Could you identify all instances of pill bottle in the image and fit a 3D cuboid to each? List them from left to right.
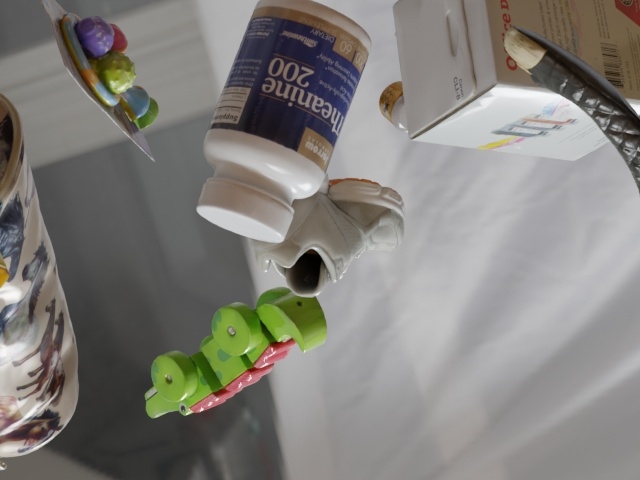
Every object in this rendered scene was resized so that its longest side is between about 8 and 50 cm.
[{"bbox_3d":[-0.022,-0.063,0.977,0.120,0.067,0.067,-70,-25,-12],"label":"pill bottle"}]

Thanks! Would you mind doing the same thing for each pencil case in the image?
[{"bbox_3d":[-0.331,0.049,1.754,0.410,0.160,0.183,87,-159,-50],"label":"pencil case"}]

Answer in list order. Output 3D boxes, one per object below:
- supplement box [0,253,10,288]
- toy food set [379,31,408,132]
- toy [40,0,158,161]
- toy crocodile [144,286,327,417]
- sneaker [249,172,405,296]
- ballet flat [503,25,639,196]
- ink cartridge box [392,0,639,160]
[{"bbox_3d":[-0.432,0.078,1.436,0.195,0.356,0.194,27,-164,-34],"label":"supplement box"},{"bbox_3d":[0.151,-0.185,1.658,0.111,0.232,0.104,24,-168,-30],"label":"toy food set"},{"bbox_3d":[-0.232,-0.196,2.033,0.137,0.056,0.237,65,-176,29],"label":"toy"},{"bbox_3d":[-0.113,0.152,2.388,0.115,0.340,0.105,-18,-105,-49],"label":"toy crocodile"},{"bbox_3d":[0.000,0.000,1.749,0.262,0.099,0.121,18,-113,-58],"label":"sneaker"},{"bbox_3d":[0.181,-0.075,1.204,0.173,0.049,0.057,41,-165,-14],"label":"ballet flat"},{"bbox_3d":[0.167,-0.151,1.508,0.176,0.127,0.128,6,-112,-32],"label":"ink cartridge box"}]
